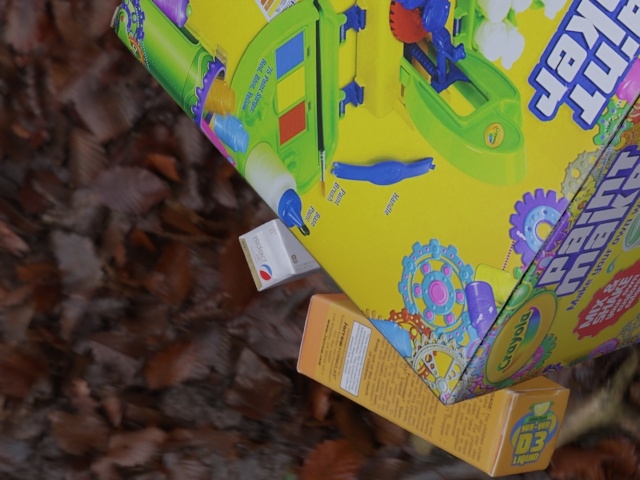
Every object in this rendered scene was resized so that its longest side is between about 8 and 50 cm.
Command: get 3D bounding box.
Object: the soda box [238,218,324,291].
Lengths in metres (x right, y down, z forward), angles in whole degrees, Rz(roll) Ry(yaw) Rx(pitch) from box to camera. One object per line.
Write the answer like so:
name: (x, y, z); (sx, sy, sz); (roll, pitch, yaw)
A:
soda box: (0.000, 0.000, 1.845); (0.069, 0.216, 0.074); (-25, 84, 39)

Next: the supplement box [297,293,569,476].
supplement box: (0.087, 0.113, 1.218); (0.233, 0.078, 0.080); (22, 105, 45)

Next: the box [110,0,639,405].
box: (0.086, -0.135, 0.673); (0.279, 0.177, 0.290); (49, 129, 28)
